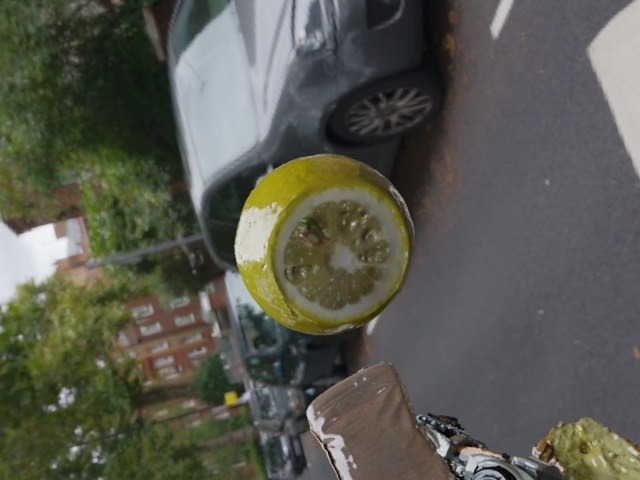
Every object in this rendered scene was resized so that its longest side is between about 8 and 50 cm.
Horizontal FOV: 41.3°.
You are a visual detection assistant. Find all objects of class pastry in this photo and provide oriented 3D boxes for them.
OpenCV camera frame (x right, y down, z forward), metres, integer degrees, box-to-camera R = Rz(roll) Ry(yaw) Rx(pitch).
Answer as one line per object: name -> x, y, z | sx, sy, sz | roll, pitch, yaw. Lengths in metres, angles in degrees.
pastry -> 0.596, 0.596, 1.828 | 0.405, 0.292, 0.337 | -135, 35, -67

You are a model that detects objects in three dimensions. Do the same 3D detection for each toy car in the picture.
toy car -> 0.229, 0.344, 1.285 | 0.301, 0.118, 0.193 | 20, 172, 45

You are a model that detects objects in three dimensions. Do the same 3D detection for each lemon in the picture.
lemon -> 0.000, 0.000, 1.148 | 0.219, 0.240, 0.240 | -145, 40, -73

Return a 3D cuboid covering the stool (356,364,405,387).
stool -> 0.090, 0.276, 1.453 | 0.110, 0.096, 0.096 | -55, -39, -51

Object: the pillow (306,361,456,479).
pillow -> 0.066, 0.242, 1.006 | 0.034, 0.135, 0.211 | 53, -172, -45
